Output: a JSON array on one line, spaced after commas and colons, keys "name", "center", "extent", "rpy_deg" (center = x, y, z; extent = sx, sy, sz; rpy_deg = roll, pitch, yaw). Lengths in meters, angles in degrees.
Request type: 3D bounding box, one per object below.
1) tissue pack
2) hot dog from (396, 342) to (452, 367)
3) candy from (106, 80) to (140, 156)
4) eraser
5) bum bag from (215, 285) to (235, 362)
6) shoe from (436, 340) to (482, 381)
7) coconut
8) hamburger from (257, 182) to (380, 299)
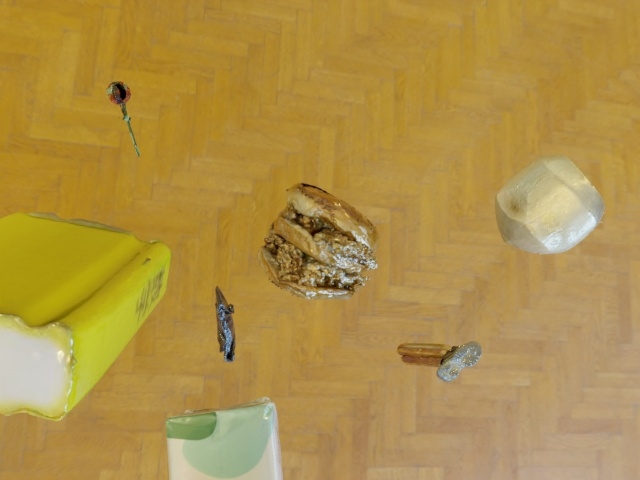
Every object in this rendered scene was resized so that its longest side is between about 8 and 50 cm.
[{"name": "tissue pack", "center": [-0.224, 0.586, 1.241], "extent": [0.265, 0.194, 0.357], "rpy_deg": [-7, 76, -6]}, {"name": "hot dog", "center": [0.356, 0.386, 1.719], "extent": [0.062, 0.235, 0.092], "rpy_deg": [-43, 118, -42]}, {"name": "candy", "center": [-0.474, -0.297, 1.239], "extent": [0.055, 0.049, 0.185], "rpy_deg": [-18, 104, -19]}, {"name": "eraser", "center": [-0.222, 0.040, 0.397], "extent": [0.157, 0.226, 0.069], "rpy_deg": [9, 105, -5]}, {"name": "bum bag", "center": [-0.296, 0.258, 1.582], "extent": [0.059, 0.123, 0.249], "rpy_deg": [-3, 123, -7]}, {"name": "shoe", "center": [0.431, 0.363, 1.588], "extent": [0.071, 0.099, 0.169], "rpy_deg": [40, 112, -3]}, {"name": "coconut", "center": [0.376, -0.053, 0.852], "extent": [0.162, 0.161, 0.161], "rpy_deg": [-39, 91, 25]}, {"name": "hamburger", "center": [0.003, 0.011, 1.060], "extent": [0.245, 0.260, 0.211], "rpy_deg": [25, 98, 0]}]
